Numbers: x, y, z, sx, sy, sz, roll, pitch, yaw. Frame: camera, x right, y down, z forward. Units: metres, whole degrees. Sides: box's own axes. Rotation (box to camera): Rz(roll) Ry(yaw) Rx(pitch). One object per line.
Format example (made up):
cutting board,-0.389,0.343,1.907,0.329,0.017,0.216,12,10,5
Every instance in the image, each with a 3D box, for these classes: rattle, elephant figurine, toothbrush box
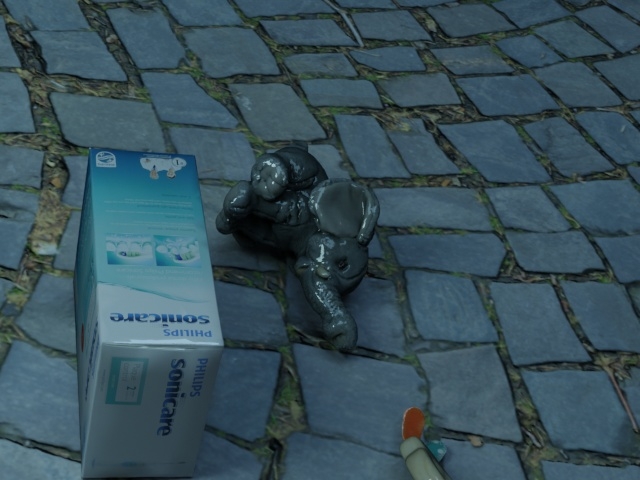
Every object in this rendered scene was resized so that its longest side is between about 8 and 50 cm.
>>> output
rattle,0.094,0.286,1.329,0.130,0.143,0.200,31,12,-36
elephant figurine,0.000,0.000,1.549,0.239,0.186,0.169,37,0,7
toothbrush box,-0.194,0.076,1.321,0.126,0.216,0.295,2,44,-17
